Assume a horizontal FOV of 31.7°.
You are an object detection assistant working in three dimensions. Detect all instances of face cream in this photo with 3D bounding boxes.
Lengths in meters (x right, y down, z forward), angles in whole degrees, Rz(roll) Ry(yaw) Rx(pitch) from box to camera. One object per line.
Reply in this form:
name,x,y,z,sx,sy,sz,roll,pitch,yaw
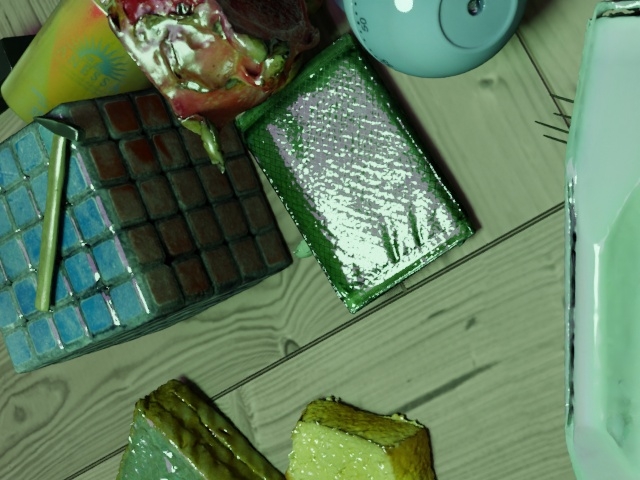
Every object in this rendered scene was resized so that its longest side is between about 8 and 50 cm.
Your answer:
face cream,-0.243,-0.217,1.270,0.139,0.067,0.285,33,131,-19

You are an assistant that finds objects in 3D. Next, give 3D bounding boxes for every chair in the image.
chair,0.232,-0.096,0.977,0.086,0.042,0.037,19,122,-7

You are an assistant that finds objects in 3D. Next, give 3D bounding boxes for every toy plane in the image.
toy plane,-0.002,0.000,1.188,0.083,0.033,0.080,-30,77,40

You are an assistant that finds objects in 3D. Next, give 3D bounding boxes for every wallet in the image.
wallet,0.033,-0.066,1.122,0.160,0.055,0.236,-35,84,26

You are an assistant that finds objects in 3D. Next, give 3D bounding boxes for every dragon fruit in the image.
dragon fruit,-0.093,-0.213,1.070,0.147,0.211,0.282,-34,61,19

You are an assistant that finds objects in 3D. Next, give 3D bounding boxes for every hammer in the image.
hammer,-0.263,-0.024,1.092,0.062,0.013,0.199,24,114,29

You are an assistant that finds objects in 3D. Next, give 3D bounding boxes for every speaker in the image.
speaker,-0.422,-0.192,1.431,0.218,0.082,0.044,-26,87,39

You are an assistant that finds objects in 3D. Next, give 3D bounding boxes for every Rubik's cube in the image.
Rubik's cube,-0.219,-0.016,1.220,0.237,0.238,0.237,-23,86,38

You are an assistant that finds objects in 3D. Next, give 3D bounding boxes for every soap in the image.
soap,0.296,0.045,0.818,0.156,0.261,0.446,10,110,39

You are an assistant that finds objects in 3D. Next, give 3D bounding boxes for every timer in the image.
timer,0.095,-0.235,0.991,0.175,0.255,0.175,-1,113,-1

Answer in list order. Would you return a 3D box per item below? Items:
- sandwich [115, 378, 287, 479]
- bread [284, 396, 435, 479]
sandwich,-0.155,0.366,1.378,0.271,0.099,0.301,40,123,22
bread,0.035,0.234,1.215,0.187,0.065,0.103,12,116,37
